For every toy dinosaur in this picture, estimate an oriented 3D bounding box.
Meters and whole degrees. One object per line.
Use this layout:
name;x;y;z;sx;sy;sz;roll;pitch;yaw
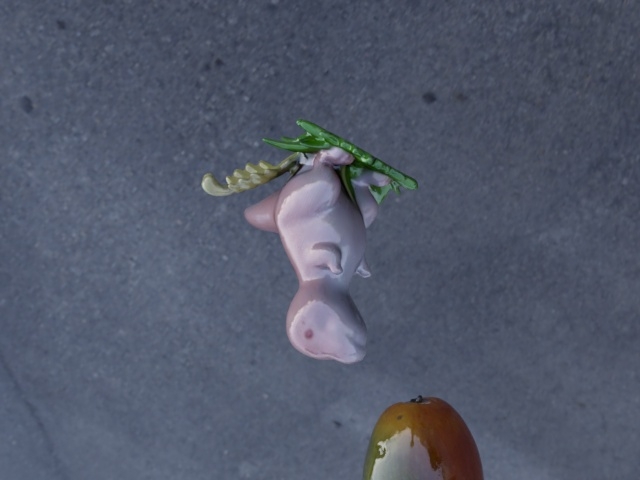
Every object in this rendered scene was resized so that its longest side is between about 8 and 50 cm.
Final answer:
toy dinosaur;0.002;0.001;0.864;0.194;0.177;0.152;32;-176;26

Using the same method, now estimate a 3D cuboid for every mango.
mango;0.116;0.314;1.091;0.129;0.146;0.289;12;117;33
